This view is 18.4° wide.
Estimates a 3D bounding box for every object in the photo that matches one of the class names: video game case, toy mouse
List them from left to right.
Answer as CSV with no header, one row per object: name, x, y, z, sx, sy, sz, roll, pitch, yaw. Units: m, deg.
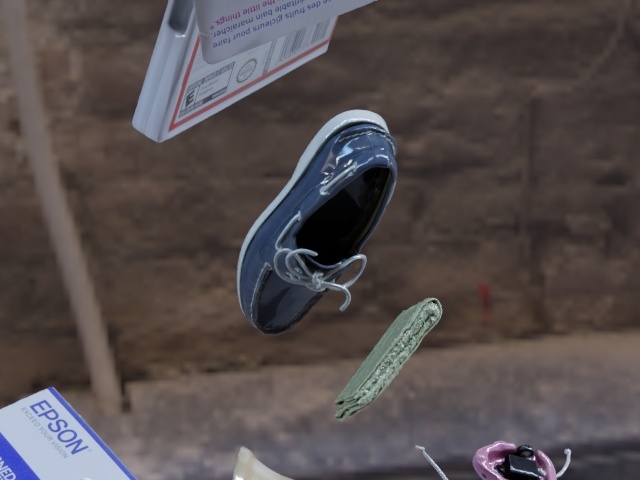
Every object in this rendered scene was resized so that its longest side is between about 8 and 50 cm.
video game case,-0.013,-0.208,1.183,0.025,0.285,0.204,33,35,17
toy mouse,0.120,0.182,1.330,0.143,0.031,0.161,29,42,-3

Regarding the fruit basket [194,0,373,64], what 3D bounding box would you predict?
fruit basket,0.050,-0.298,1.004,0.327,0.353,0.165,-25,46,-21

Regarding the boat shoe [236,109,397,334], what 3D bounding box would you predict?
boat shoe,0.000,0.000,1.788,0.095,0.254,0.079,15,35,-29

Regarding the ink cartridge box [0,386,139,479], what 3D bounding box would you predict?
ink cartridge box,-0.256,0.268,1.476,0.307,0.072,0.303,-19,44,-32

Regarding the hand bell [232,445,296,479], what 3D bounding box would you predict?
hand bell,0.041,0.259,1.795,0.242,0.126,0.126,4,23,3

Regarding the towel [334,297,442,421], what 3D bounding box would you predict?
towel,0.070,0.126,2.088,0.148,0.027,0.110,-53,5,-17
